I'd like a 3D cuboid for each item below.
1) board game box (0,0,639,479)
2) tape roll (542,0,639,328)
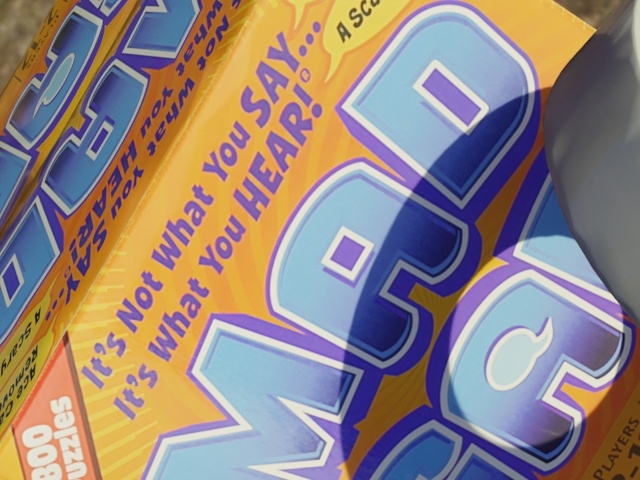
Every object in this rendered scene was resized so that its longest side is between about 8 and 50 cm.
[{"bbox_3d":[0.000,0.000,1.106,0.356,0.356,0.356,-60,25,3],"label":"board game box"},{"bbox_3d":[0.209,-0.026,0.800,0.072,0.219,0.219,-49,30,43],"label":"tape roll"}]
